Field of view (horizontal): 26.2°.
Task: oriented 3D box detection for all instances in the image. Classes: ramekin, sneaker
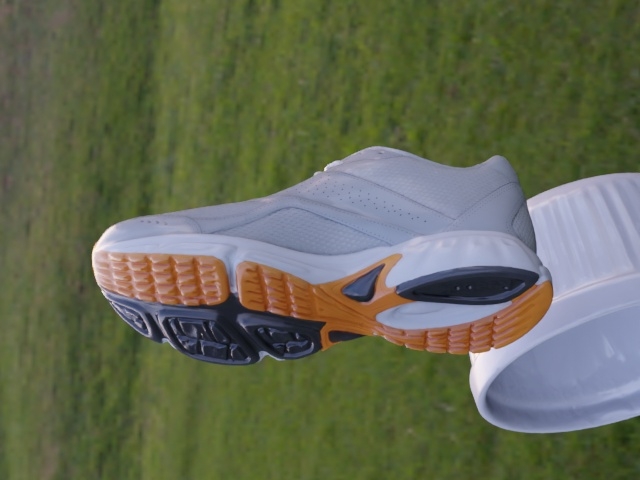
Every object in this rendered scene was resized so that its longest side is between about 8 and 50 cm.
[{"bbox_3d":[0.194,0.042,0.958,0.207,0.207,0.109,-54,43,48],"label":"ramekin"},{"bbox_3d":[0.000,0.000,0.811,0.099,0.262,0.121,92,180,-49],"label":"sneaker"}]
